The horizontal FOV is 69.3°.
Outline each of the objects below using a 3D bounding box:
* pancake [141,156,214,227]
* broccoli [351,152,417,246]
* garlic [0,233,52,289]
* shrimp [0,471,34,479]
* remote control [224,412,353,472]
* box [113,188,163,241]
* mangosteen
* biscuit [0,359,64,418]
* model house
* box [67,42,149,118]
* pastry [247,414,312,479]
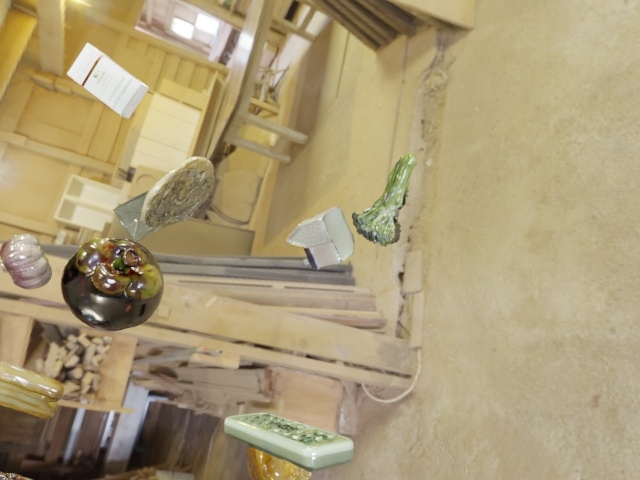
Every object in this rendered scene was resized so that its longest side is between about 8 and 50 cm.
[{"bbox_3d":[-0.412,-0.130,1.349,0.282,0.049,0.282,-45,-9,-9],"label":"pancake"},{"bbox_3d":[0.218,-0.135,1.470,0.165,0.145,0.304,32,98,42],"label":"broccoli"},{"bbox_3d":[-0.751,0.057,1.176,0.147,0.102,0.159,56,151,12],"label":"garlic"},{"bbox_3d":[-0.858,0.733,1.294,0.116,0.343,0.145,-23,20,39],"label":"shrimp"},{"bbox_3d":[-0.080,0.431,1.000,0.335,0.128,0.066,-10,73,49],"label":"remote control"},{"bbox_3d":[-0.616,-0.116,1.744,0.231,0.155,0.149,-23,13,13],"label":"box"},{"bbox_3d":[-0.556,0.108,1.281,0.288,0.287,0.233,-65,-13,18],"label":"mangosteen"},{"bbox_3d":[-0.976,0.469,1.478,0.237,0.290,0.062,-53,18,38],"label":"biscuit"},{"bbox_3d":[0.000,0.000,0.906,0.100,0.101,0.088,-19,10,31],"label":"model house"},{"bbox_3d":[-0.459,-0.344,1.000,0.084,0.154,0.040,-53,-4,9],"label":"box"},{"bbox_3d":[-0.113,0.633,1.301,0.311,0.161,0.255,99,149,-43],"label":"pastry"}]
